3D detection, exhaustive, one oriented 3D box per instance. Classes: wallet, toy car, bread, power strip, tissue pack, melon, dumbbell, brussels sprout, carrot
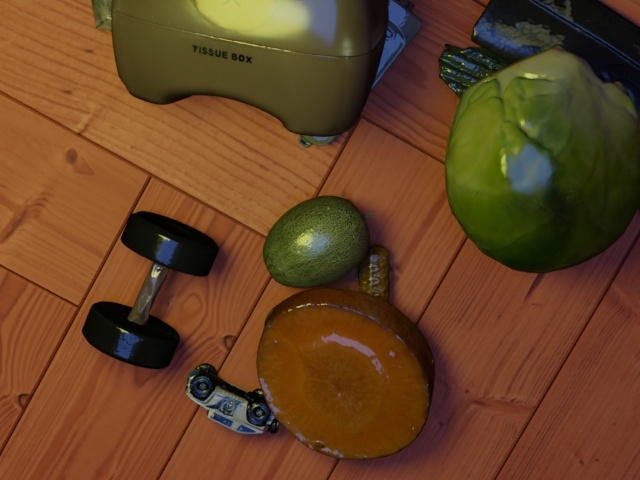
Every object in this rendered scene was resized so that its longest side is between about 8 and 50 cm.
[{"bbox_3d":[0.408,-0.309,1.858,0.321,0.044,0.170,31,85,-7],"label":"wallet"},{"bbox_3d":[-0.143,0.266,1.908,0.170,0.080,0.070,26,98,-6],"label":"toy car"},{"bbox_3d":[0.086,0.084,1.909,0.052,0.044,0.157,1,97,-2],"label":"bread"},{"bbox_3d":[0.055,-0.266,1.862,0.080,0.048,0.286,37,96,-5],"label":"power strip"},{"bbox_3d":[-0.097,-0.331,1.704,0.387,0.267,0.277,14,117,9],"label":"tissue pack"},{"bbox_3d":[0.000,0.000,1.849,0.192,0.139,0.139,-27,98,-2],"label":"melon"},{"bbox_3d":[-0.269,0.077,1.841,0.152,0.152,0.218,23,96,-5],"label":"dumbbell"},{"bbox_3d":[0.334,-0.117,1.791,0.344,0.268,0.344,-1,93,-24],"label":"brussels sprout"},{"bbox_3d":[0.038,0.210,1.872,0.307,0.100,0.258,37,106,-12],"label":"carrot"}]

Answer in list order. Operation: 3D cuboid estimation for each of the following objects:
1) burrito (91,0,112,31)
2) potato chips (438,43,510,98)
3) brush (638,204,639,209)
[{"bbox_3d":[-0.339,-0.459,1.788,0.082,0.059,0.275,1,112,30],"label":"burrito"},{"bbox_3d":[0.287,-0.256,1.879,0.207,0.028,0.092,16,87,-5],"label":"potato chips"},{"bbox_3d":[0.510,-0.114,1.898,0.301,0.071,0.084,41,78,2],"label":"brush"}]
